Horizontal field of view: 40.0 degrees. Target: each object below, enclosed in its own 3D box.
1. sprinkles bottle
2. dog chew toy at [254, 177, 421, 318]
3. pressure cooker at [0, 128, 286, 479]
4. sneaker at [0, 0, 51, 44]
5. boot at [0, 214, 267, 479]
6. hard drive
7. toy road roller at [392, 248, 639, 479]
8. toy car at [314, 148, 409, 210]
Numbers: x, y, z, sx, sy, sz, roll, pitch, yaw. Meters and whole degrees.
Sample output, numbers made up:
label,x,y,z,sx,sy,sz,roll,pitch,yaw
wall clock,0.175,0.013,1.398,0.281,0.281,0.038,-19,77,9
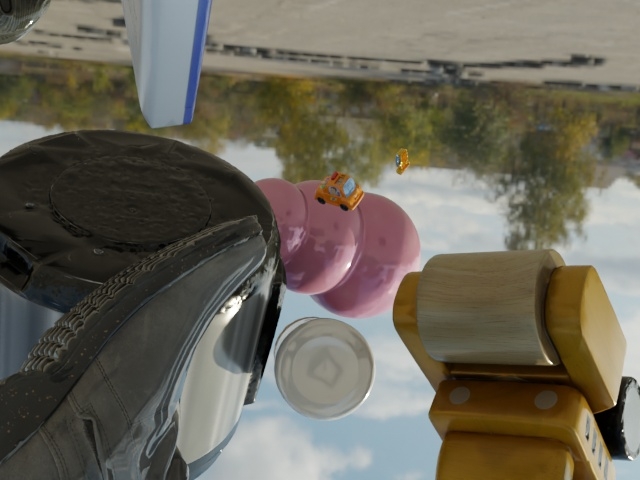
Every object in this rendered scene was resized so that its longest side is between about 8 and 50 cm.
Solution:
label,x,y,z,sx,sy,sz,roll,pitch,yaw
sprinkles bottle,-0.005,0.165,1.201,0.121,0.121,0.355,3,175,-3
dog chew toy,0.000,0.000,1.359,0.331,0.207,0.206,21,177,-37
pressure cooker,-0.259,0.113,1.112,0.375,0.421,0.370,24,-147,15
sneaker,-0.431,-0.362,0.945,0.169,0.448,0.257,-21,169,-36
boot,-0.122,0.149,0.645,0.338,0.223,0.118,-42,-167,-30
hard drive,-0.095,-0.218,0.485,0.040,0.210,0.319,-9,169,-14
toy road roller,0.203,0.188,0.921,0.202,0.330,0.241,-4,-137,34
toy car,0.048,-0.084,1.059,0.122,0.041,0.060,-38,-128,-23
